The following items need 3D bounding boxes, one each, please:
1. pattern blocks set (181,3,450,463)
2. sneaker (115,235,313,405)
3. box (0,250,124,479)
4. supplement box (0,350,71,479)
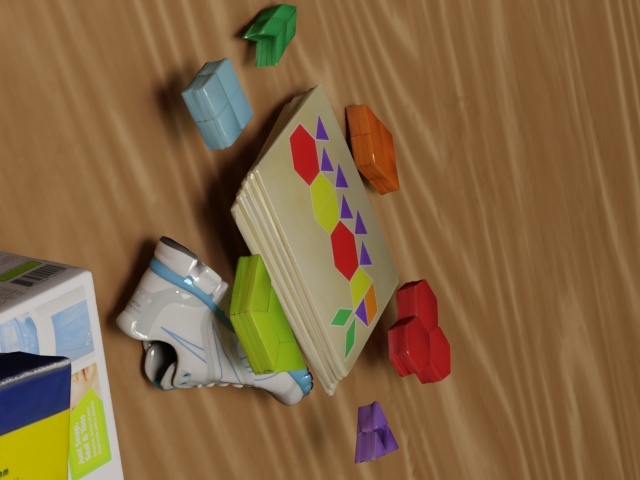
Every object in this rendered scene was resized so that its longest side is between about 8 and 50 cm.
[{"bbox_3d":[0.000,0.000,1.290,0.285,0.026,0.325,-45,121,-59],"label":"pattern blocks set"},{"bbox_3d":[-0.077,0.074,1.251,0.083,0.071,0.190,-51,136,-6],"label":"sneaker"},{"bbox_3d":[-0.192,0.122,1.072,0.114,0.103,0.203,-29,119,-45],"label":"box"},{"bbox_3d":[-0.256,0.234,0.909,0.195,0.194,0.356,-17,112,-67],"label":"supplement box"}]
